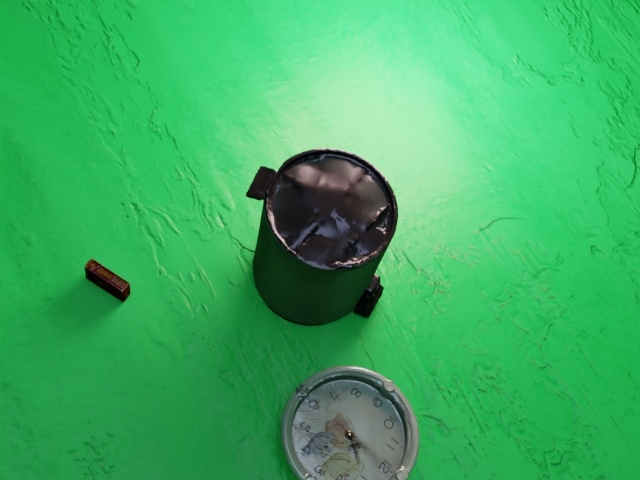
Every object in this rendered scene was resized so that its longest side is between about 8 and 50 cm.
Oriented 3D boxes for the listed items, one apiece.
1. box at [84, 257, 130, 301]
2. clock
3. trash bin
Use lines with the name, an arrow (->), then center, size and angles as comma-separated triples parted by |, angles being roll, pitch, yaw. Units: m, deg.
box -> -0.368, 0.069, 1.594 | 0.082, 0.051, 0.023 | 32, 63, 6
clock -> 0.047, 0.327, 1.547 | 0.236, 0.053, 0.236 | 5, 63, -9
trash bin -> 0.000, 0.000, 1.571 | 0.277, 0.262, 0.217 | 27, 64, 3
